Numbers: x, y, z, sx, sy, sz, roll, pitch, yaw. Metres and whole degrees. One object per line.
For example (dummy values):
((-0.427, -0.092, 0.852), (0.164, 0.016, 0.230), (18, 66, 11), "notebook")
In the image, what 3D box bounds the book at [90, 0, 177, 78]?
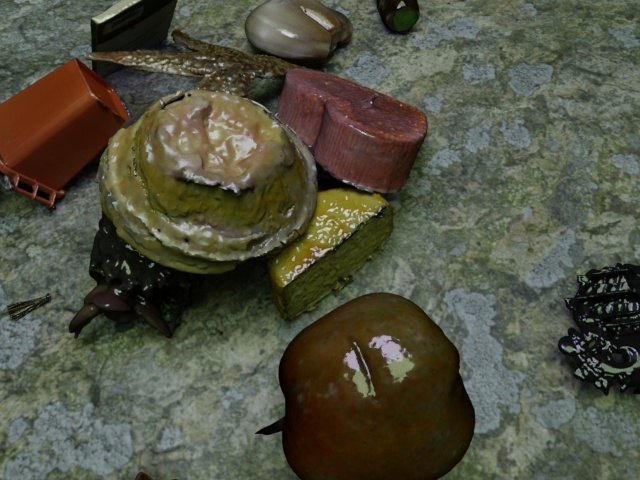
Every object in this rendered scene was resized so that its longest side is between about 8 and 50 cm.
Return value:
((-0.372, -0.422, 1.103), (0.201, 0.289, 0.026), (-43, 102, -21), "book")

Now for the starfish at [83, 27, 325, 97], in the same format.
((-0.204, -0.318, 1.092), (0.384, 0.132, 0.398), (24, 51, 12), "starfish")

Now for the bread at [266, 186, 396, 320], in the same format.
((-0.003, 0.004, 0.950), (0.260, 0.160, 0.147), (-39, 64, -13), "bread")

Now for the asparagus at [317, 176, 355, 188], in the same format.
((0.035, -0.111, 1.086), (0.127, 0.015, 0.018), (10, 64, 4), "asparagus")

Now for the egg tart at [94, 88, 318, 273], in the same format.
((-0.163, -0.119, 0.839), (0.352, 0.150, 0.352), (7, 59, -12), "egg tart")

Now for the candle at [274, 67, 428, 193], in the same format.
((0.086, -0.216, 1.014), (0.287, 0.131, 0.317), (-2, 37, -35), "candle")

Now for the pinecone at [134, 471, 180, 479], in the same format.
((-0.197, 0.414, 0.723), (0.212, 0.168, 0.186), (2, 76, 14), "pinecone")

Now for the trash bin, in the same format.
((-0.476, -0.194, 1.002), (0.238, 0.161, 0.184), (-33, 67, 7), "trash bin")

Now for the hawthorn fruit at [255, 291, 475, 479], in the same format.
((0.054, 0.230, 0.776), (0.301, 0.268, 0.268), (-25, 66, -4), "hawthorn fruit")

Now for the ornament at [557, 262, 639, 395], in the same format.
((0.522, 0.140, 0.932), (0.260, 0.106, 0.251), (-5, 55, 6), "ornament")

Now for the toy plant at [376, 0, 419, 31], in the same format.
((0.174, -0.568, 1.286), (0.092, 0.093, 0.162), (-8, 60, -6), "toy plant")

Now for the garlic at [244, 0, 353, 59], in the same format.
((-0.062, -0.476, 1.202), (0.228, 0.110, 0.217), (19, 45, 16), "garlic")

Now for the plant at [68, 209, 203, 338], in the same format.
((-0.288, 0.046, 0.904), (0.204, 0.178, 0.234), (8, 65, -2), "plant")

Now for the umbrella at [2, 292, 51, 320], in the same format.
((-0.508, 0.113, 0.953), (0.083, 0.020, 0.031), (-20, 66, -17), "umbrella")
